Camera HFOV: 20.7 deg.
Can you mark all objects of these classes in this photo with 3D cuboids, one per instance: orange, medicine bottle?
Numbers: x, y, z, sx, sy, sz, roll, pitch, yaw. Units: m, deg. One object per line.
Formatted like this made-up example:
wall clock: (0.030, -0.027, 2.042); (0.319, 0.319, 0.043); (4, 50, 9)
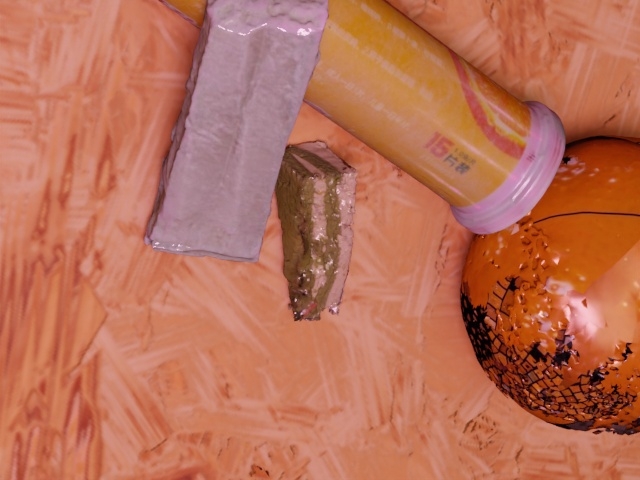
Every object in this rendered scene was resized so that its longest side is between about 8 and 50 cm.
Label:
orange: (0.223, 0.034, 1.323); (0.234, 0.182, 0.234); (-1, 95, -16)
medicine bottle: (-0.014, -0.152, 1.191); (0.426, 0.108, 0.108); (33, 90, -29)

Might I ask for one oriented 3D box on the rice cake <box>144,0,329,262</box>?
rice cake: (-0.057, -0.074, 1.171); (0.085, 0.040, 0.226); (10, 132, -9)

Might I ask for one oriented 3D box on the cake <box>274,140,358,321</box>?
cake: (0.000, 0.000, 1.274); (0.051, 0.055, 0.140); (-17, 113, -27)
